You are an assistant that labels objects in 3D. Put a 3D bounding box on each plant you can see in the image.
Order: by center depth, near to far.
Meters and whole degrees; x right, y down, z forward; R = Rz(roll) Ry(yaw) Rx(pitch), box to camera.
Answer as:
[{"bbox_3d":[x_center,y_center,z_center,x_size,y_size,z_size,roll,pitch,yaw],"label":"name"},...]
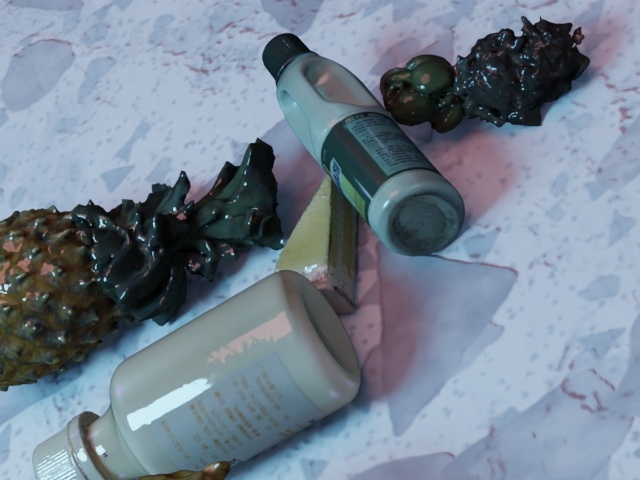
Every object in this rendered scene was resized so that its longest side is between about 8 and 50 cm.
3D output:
[{"bbox_3d":[0.126,-0.126,1.423,0.174,0.087,0.085,-13,22,21],"label":"plant"}]

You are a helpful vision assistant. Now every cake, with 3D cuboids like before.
[{"bbox_3d":[0.000,0.000,1.428,0.065,0.052,0.121,-16,49,31],"label":"cake"}]

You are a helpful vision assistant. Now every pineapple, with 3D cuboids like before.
[{"bbox_3d":[-0.172,0.008,1.494,0.310,0.141,0.170,-24,22,9],"label":"pineapple"}]

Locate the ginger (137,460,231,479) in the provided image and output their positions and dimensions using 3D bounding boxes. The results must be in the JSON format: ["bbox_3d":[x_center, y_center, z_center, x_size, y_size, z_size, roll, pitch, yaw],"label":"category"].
[{"bbox_3d":[-0.156,0.320,1.144,0.152,0.274,0.357,22,106,28],"label":"ginger"}]

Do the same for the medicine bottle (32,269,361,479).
[{"bbox_3d":[-0.099,0.126,1.357,0.252,0.114,0.114,-30,46,13],"label":"medicine bottle"}]

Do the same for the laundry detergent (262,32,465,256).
[{"bbox_3d":[0.022,-0.086,1.415,0.070,0.099,0.226,-49,55,17],"label":"laundry detergent"}]
